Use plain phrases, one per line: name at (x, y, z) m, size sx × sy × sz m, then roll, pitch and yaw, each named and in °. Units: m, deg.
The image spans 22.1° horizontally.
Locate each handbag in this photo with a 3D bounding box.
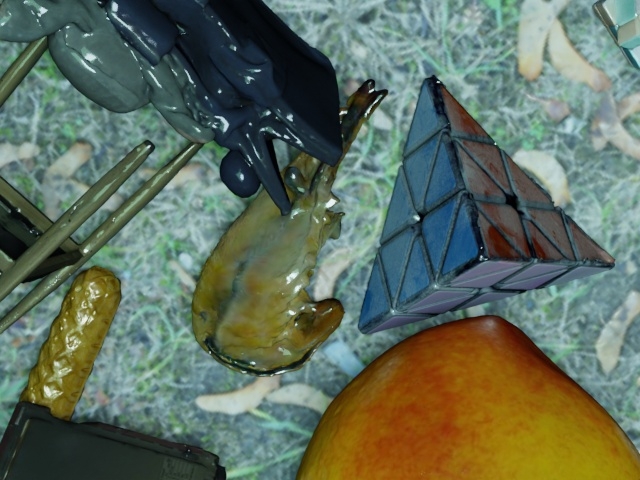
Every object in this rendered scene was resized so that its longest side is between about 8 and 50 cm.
handbag at (-0.125, -0.164, 1.129) m, size 0.325 × 0.269 × 0.118 m, roll 43°, pitch 102°, yaw -15°

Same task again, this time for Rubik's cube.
Rubik's cube at (0.082, 0.022, 1.245) m, size 0.211 × 0.190 × 0.178 m, roll 45°, pitch 113°, yaw 0°
Rubik's cube at (0.256, -0.174, 1.243) m, size 0.075 × 0.073 × 0.084 m, roll 38°, pitch 98°, yaw -5°

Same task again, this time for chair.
chair at (-0.248, -0.025, 1.209) m, size 0.166 × 0.188 × 0.272 m, roll 42°, pitch 99°, yaw 3°

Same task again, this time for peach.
peach at (0.107, 0.221, 1.197) m, size 0.289 × 0.289 × 0.308 m, roll -8°, pitch 104°, yaw 2°

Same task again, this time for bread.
bread at (-0.200, 0.093, 1.293) m, size 0.044 × 0.052 × 0.157 m, roll 25°, pitch 97°, yaw 1°

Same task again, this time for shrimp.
shrimp at (-0.005, -0.008, 1.275) m, size 0.117 × 0.066 × 0.262 m, roll 30°, pitch 111°, yaw -21°

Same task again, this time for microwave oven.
microwave oven at (-0.183, 0.273, 1.207) m, size 0.178 × 0.247 × 0.188 m, roll 14°, pitch 120°, yaw -1°
